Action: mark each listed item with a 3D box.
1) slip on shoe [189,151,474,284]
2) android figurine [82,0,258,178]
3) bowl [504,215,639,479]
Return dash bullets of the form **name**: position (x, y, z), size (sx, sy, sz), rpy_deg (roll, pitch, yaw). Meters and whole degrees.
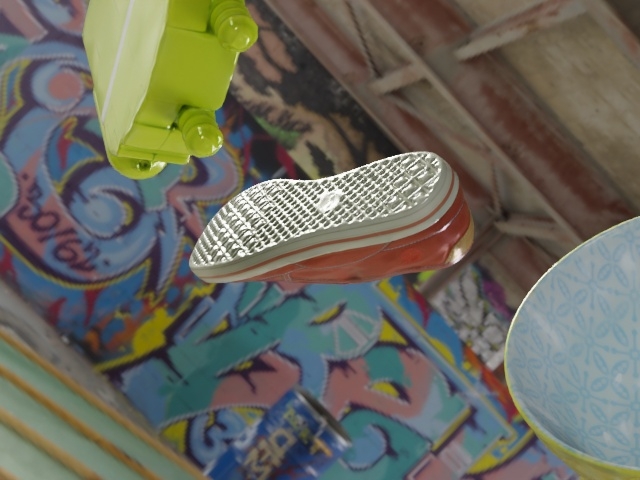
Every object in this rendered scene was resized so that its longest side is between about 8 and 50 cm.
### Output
- **slip on shoe**: position (0.000, 0.000, 0.924), size (0.331, 0.123, 0.101), rpy_deg (-11, -47, 37)
- **android figurine**: position (-0.093, -0.154, 0.571), size (0.056, 0.248, 0.273), rpy_deg (5, 33, -27)
- **bowl**: position (0.314, 0.118, 0.782), size (0.156, 0.289, 0.289), rpy_deg (59, -10, -33)
